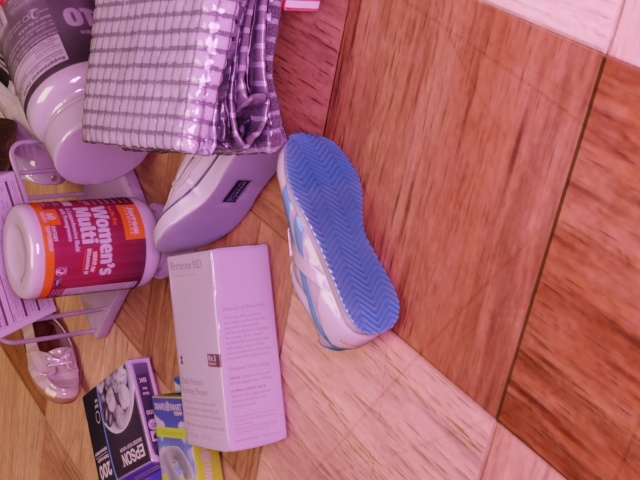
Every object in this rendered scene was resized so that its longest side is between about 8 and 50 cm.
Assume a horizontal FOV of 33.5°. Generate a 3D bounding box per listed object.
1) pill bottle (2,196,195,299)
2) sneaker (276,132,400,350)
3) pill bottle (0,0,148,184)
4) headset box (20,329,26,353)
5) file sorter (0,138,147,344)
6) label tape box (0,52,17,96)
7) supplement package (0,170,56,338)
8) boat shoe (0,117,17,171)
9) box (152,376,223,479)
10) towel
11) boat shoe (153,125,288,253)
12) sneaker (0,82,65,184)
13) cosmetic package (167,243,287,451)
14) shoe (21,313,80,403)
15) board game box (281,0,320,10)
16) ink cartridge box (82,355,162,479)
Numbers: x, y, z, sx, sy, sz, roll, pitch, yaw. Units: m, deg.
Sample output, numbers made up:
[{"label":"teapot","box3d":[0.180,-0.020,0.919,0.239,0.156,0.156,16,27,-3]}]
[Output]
[{"label":"pill bottle","box3d":[-0.281,0.006,1.358,0.121,0.221,0.121,12,105,55]},{"label":"sneaker","box3d":[0.000,0.000,1.065,0.092,0.087,0.228,-42,59,53]},{"label":"pill bottle","box3d":[-0.340,-0.225,1.467,0.283,0.161,0.161,61,140,29]},{"label":"headset box","box3d":[-0.508,0.160,1.888,0.062,0.032,0.083,-39,65,51]},{"label":"file sorter","box3d":[-0.384,0.002,1.556,0.277,0.173,0.192,-55,52,44]},{"label":"label tape box","box3d":[-0.457,-0.426,1.655,0.249,0.115,0.347,38,127,47]},{"label":"supplement package","box3d":[-0.514,0.026,1.435,0.262,0.145,0.204,2,111,43]},{"label":"boat shoe","box3d":[-0.499,-0.104,1.603,0.223,0.080,0.073,-93,5,-53]},{"label":"box","box3d":[-0.175,0.270,1.404,0.109,0.042,0.178,-12,86,56]},{"label":"towel","box3d":[-0.140,-0.203,1.116,0.284,0.121,0.235,9,91,53]},{"label":"boat shoe","box3d":[-0.122,-0.076,1.243,0.258,0.095,0.084,-41,57,39]},{"label":"sneaker","box3d":[-0.500,-0.186,1.759,0.292,0.108,0.169,34,119,48]},{"label":"cosmetic package","box3d":[-0.111,0.124,1.251,0.117,0.086,0.231,-9,89,56]},{"label":"shoe","box3d":[-0.455,0.182,1.774,0.219,0.077,0.058,55,141,39]},{"label":"board game box","box3d":[-0.051,-0.347,1.122,0.193,0.045,0.146,46,131,43]},{"label":"ink cartridge box","box3d":[-0.280,0.299,1.562,0.206,0.045,0.208,-38,65,51]}]
